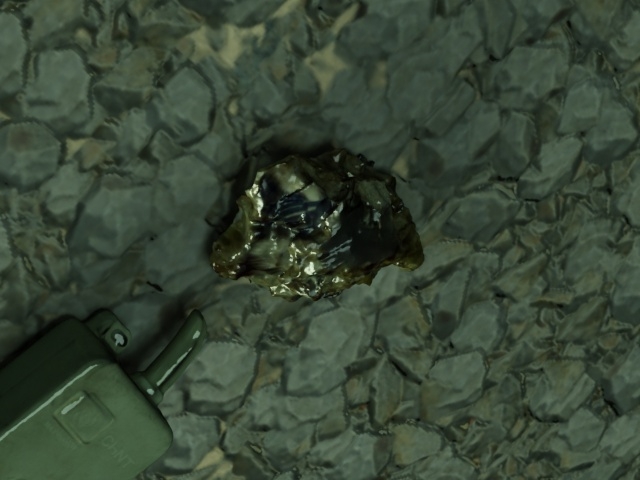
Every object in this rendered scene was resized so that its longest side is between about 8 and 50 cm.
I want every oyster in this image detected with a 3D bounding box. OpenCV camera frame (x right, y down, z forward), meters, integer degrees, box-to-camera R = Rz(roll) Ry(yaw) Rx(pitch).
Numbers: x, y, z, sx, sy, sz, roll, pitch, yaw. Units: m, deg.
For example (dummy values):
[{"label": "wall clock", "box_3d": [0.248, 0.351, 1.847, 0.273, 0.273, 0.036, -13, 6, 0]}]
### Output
[{"label": "oyster", "box_3d": [0.009, -0.002, 1.059, 0.148, 0.051, 0.103, -3, 128, -43]}]

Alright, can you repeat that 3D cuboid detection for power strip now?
[{"label": "power strip", "box_3d": [-0.178, 0.131, 1.019, 0.288, 0.053, 0.093, -39, 132, -5]}]
